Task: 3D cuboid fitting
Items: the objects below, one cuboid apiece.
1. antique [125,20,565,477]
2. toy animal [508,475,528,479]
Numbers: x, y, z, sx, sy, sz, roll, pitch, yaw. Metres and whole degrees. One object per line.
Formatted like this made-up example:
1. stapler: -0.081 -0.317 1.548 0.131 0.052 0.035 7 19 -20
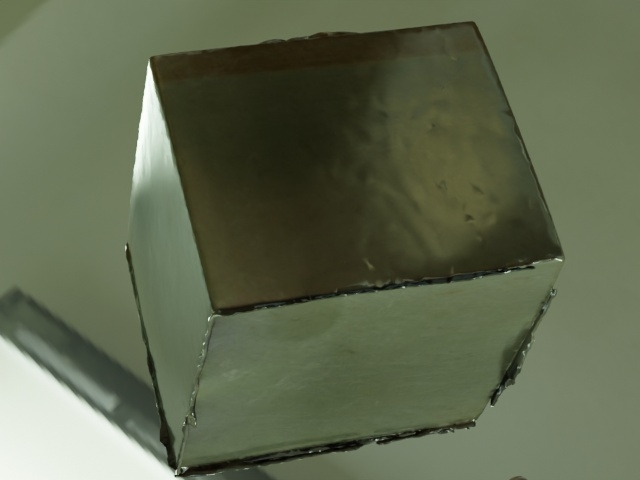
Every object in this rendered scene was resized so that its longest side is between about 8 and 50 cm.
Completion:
1. antique: 0.000 0.000 0.704 0.147 0.152 0.148 -8 -119 -16
2. toy animal: 0.195 0.275 1.166 0.165 0.149 0.248 -41 -95 5
